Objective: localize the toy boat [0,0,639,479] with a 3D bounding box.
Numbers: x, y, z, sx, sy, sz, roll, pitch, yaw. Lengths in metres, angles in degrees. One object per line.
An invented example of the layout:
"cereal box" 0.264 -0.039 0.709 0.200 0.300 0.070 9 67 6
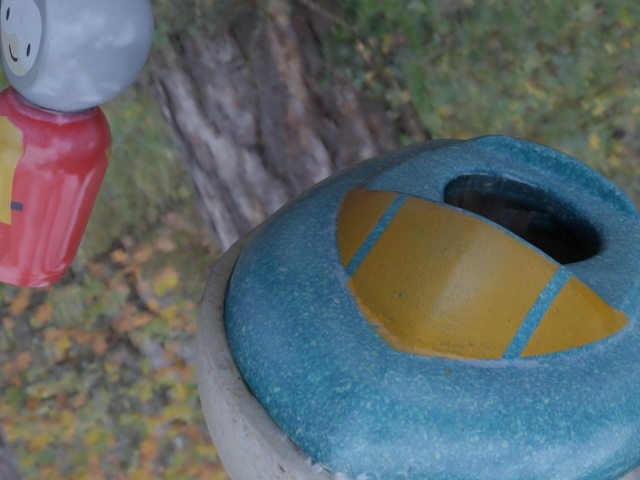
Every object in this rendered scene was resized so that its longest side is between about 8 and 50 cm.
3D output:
"toy boat" 0.000 0.000 0.615 0.267 0.318 0.148 -47 159 -59
